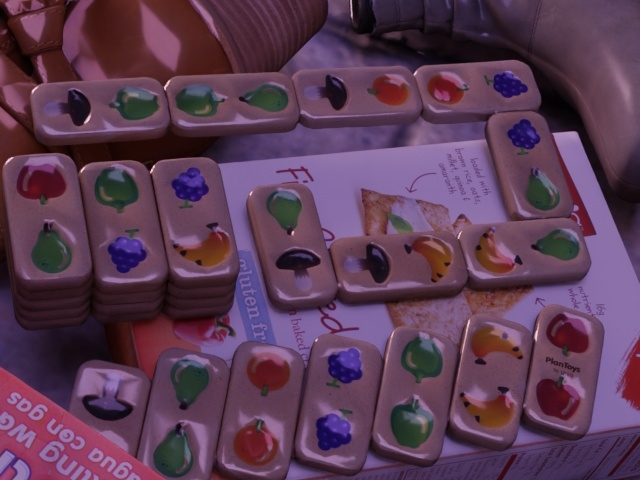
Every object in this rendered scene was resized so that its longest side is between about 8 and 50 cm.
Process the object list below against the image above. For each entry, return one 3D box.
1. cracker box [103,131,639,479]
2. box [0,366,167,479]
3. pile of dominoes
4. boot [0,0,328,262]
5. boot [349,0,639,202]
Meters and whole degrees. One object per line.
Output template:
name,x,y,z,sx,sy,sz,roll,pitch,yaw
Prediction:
cracker box,0.027,0.039,0.673,0.232,0.067,0.156,-6,58,-18
box,-0.124,0.143,0.513,0.300,0.154,0.142,33,55,9
pile of dominoes,0.000,0.000,0.626,0.251,0.040,0.196,-5,59,-16
boot,-0.163,-0.129,0.738,0.283,0.109,0.220,44,61,9
boot,0.092,-0.112,0.798,0.161,0.083,0.247,-1,49,-7
